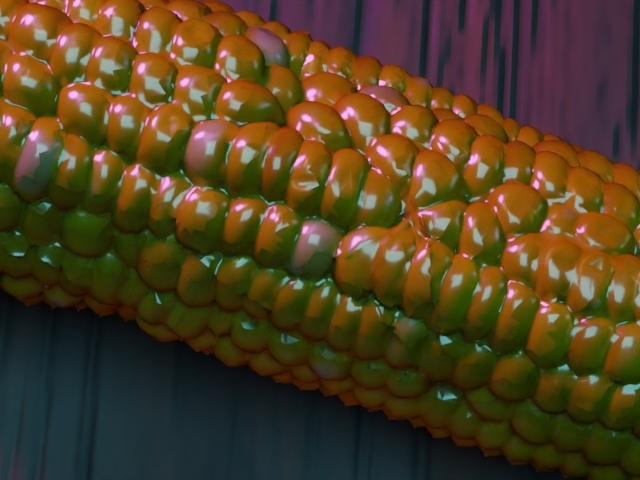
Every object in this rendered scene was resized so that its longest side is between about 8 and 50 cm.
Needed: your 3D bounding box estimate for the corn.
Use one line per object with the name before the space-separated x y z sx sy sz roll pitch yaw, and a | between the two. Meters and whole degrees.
corn | 0.001 -0.004 0.451 0.313 0.102 0.102 18 74 -2
